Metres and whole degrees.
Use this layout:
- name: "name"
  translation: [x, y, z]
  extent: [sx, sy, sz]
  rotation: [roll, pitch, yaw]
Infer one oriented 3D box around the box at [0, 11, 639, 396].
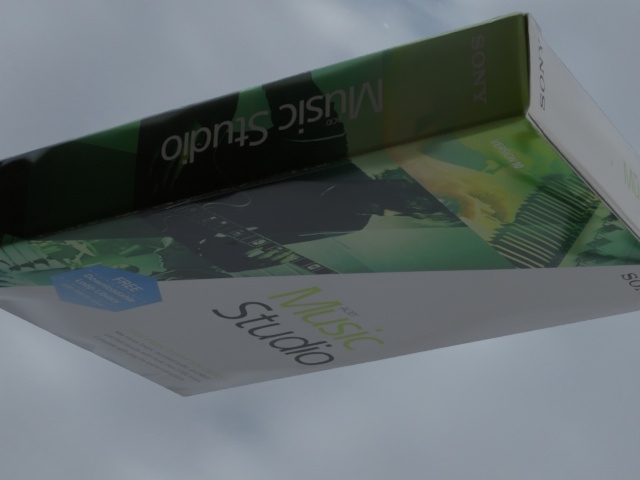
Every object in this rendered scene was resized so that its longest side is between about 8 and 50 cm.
- name: "box"
  translation: [0.000, 0.000, 0.767]
  extent: [0.322, 0.232, 0.058]
  rotation: [-14, -118, 26]
